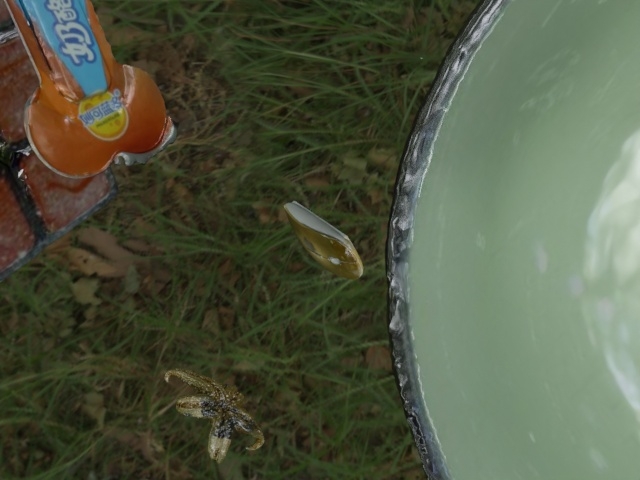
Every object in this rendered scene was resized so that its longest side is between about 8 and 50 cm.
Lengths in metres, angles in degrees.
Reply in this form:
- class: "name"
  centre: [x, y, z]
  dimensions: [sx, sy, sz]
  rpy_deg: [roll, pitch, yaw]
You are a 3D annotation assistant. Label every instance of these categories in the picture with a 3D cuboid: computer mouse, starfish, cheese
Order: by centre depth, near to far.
- class: "cheese"
  centre: [-0.144, -0.151, 0.367]
  dimensions: [0.037, 0.106, 0.256]
  rpy_deg: [-10, 108, 43]
- class: "computer mouse"
  centre: [-0.002, 0.001, 1.247]
  dimensions: [0.045, 0.199, 0.102]
  rpy_deg: [-38, 128, -12]
- class: "starfish"
  centre: [-0.175, 0.274, 1.273]
  dimensions: [0.190, 0.146, 0.074]
  rpy_deg: [48, 118, 16]

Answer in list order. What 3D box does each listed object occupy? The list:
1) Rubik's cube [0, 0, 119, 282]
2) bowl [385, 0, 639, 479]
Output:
- class: "Rubik's cube"
  centre: [-0.414, -0.110, 0.546]
  dimensions: [0.337, 0.344, 0.344]
  rpy_deg: [15, 131, 34]
- class: "bowl"
  centre: [0.221, 0.018, 0.312]
  dimensions: [0.353, 0.185, 0.354]
  rpy_deg: [-1, 89, 30]
